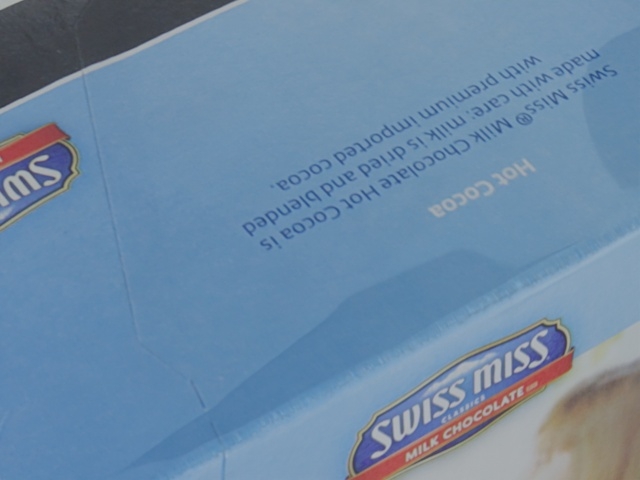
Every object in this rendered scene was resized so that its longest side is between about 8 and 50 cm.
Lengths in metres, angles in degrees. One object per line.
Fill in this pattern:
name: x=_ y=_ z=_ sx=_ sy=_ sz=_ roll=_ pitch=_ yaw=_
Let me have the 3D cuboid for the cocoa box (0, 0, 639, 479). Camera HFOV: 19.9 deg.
cocoa box: x=0.007 y=0.016 z=0.579 sx=0.347 sy=0.231 sz=0.228 roll=-27 pitch=-129 yaw=-23
